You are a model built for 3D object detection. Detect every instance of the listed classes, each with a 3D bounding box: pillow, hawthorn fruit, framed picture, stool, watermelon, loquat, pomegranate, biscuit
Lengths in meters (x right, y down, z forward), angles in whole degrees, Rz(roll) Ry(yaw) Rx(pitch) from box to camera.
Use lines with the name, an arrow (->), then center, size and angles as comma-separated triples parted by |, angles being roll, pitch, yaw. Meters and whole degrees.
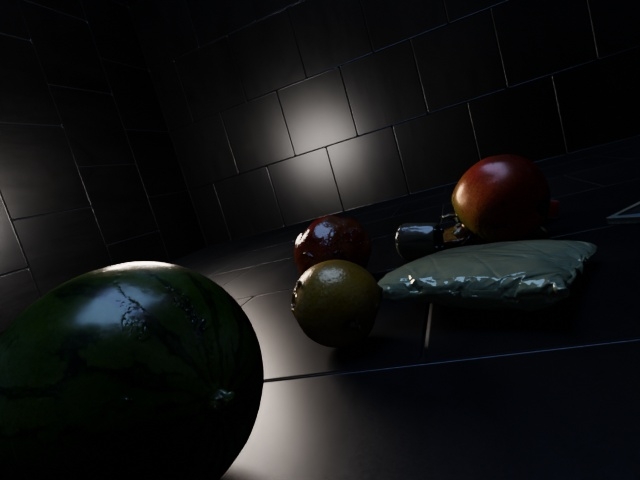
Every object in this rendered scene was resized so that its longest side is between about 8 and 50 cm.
pillow -> 0.272, 0.054, 0.669 | 0.275, 0.076, 0.281 | -5, 7, 41
hawthorn fruit -> 0.022, 0.041, 0.980 | 0.181, 0.181, 0.235 | -11, 29, 33
framed picture -> 0.710, -0.063, 0.812 | 0.150, 0.015, 0.203 | -19, 8, -26
stool -> 0.249, 0.001, 1.029 | 0.110, 0.096, 0.096 | -5, 13, 37
watermelon -> -0.174, 0.137, 0.389 | 0.243, 0.242, 0.242 | -16, 8, 2
loquat -> 0.023, 0.096, 0.635 | 0.141, 0.141, 0.141 | -16, 8, 2
pomegranate -> 0.397, -0.086, 0.941 | 0.235, 0.210, 0.210 | -37, 0, 20
biscuit -> 0.371, -0.012, 1.103 | 0.188, 0.027, 0.188 | -17, 8, 3

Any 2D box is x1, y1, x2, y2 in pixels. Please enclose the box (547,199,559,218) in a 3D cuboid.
box -> 0.497, -0.077, 1.109 | 0.123, 0.049, 0.229 | 2, -2, -28
